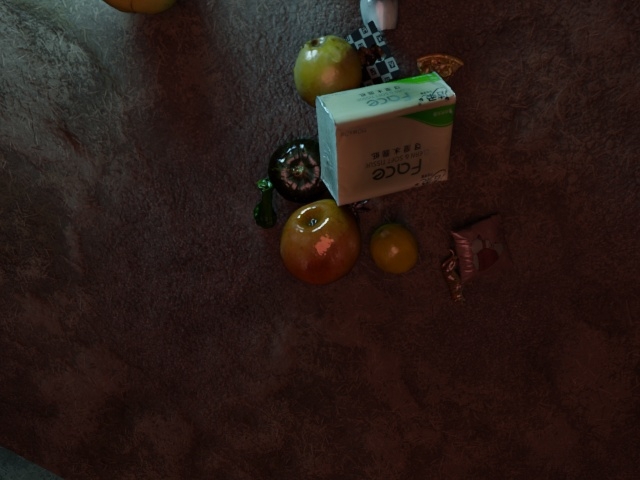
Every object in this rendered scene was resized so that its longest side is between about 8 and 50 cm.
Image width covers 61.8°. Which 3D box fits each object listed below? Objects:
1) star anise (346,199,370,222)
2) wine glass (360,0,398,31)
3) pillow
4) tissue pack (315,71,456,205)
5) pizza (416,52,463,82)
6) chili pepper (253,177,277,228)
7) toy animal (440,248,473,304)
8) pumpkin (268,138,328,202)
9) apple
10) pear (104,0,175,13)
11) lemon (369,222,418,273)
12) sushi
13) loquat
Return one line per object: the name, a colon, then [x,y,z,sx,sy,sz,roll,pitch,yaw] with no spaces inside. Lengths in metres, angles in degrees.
star anise: [0.123,-0.125,1.987,0.141,0.042,0.140,1,111,2]
wine glass: [0.181,-0.784,1.690,0.127,0.126,0.241,-5,108,6]
pillow: [0.592,0.032,1.967,0.223,0.084,0.236,-22,107,-10]
tissue pack: [0.207,-0.322,1.718,0.405,0.205,0.331,-14,134,-10]
pizza: [0.397,-0.578,1.797,0.160,0.035,0.098,7,111,2]
chili pepper: [-0.199,-0.122,1.929,0.084,0.099,0.253,-7,149,-11]
toy animal: [0.520,0.141,2.049,0.099,0.056,0.241,-24,108,13]
pumpkin: [-0.067,-0.242,1.894,0.238,0.159,0.237,2,108,8]
apple: [0.000,0.000,1.903,0.299,0.298,0.275,-5,135,6]
pear: [-0.567,-0.859,1.606,0.349,0.348,0.348,1,111,4]
lemon: [0.272,0.034,1.965,0.178,0.178,0.203,-25,119,13]
sushi: [0.165,-0.604,1.760,0.215,0.050,0.192,-8,120,55]
loquat: [0.026,-0.538,1.744,0.244,0.244,0.243,1,111,4]
